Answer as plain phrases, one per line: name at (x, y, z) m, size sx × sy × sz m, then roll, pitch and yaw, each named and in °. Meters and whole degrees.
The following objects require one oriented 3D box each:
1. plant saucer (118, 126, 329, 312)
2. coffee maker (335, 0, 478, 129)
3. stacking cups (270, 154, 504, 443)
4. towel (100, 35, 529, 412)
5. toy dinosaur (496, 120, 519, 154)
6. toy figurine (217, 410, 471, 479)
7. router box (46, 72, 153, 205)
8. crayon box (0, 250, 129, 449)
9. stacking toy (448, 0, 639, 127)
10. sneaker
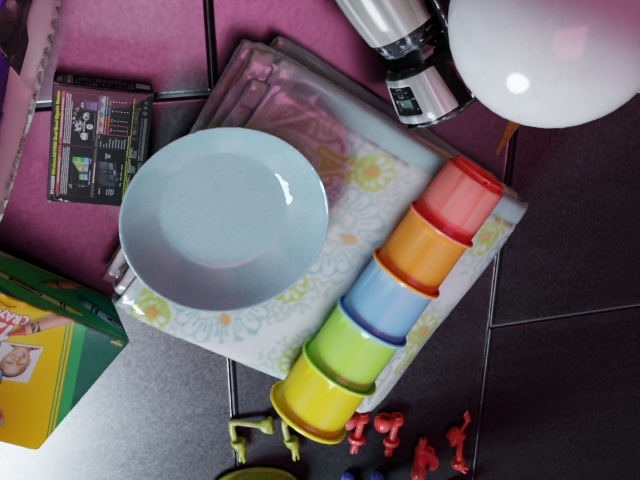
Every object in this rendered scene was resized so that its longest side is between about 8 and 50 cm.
plant saucer at (-0.090, -0.021, 0.762) m, size 0.194 × 0.037 × 0.195 m, roll -6°, pitch 120°, yaw -11°
coffee maker at (0.108, -0.219, 0.751) m, size 0.171 × 0.120 × 0.178 m, roll -33°, pitch 114°, yaw 6°
stacking cups at (0.064, 0.057, 0.817) m, size 0.096 × 0.096 × 0.316 m, roll 23°, pitch 110°, yaw -25°
towel at (0.000, 0.000, 0.872) m, size 0.374 × 0.090 × 0.321 m, roll 27°, pitch 110°, yaw -26°
toy dinosaur at (0.212, -0.185, 0.833) m, size 0.112 × 0.064 × 0.212 m, roll 1°, pitch 87°, yaw -22°
toy figurine at (0.057, 0.348, 0.995) m, size 0.362 × 0.217 × 0.191 m, roll 5°, pitch 116°, yaw -18°
router box at (-0.215, -0.095, 0.786) m, size 0.092 × 0.038 × 0.123 m, roll 4°, pitch 116°, yaw -18°
crayon box at (-0.350, 0.090, 0.785) m, size 0.165 × 0.081 × 0.278 m, roll -49°, pitch 133°, yaw 11°
stacking toy at (0.219, -0.220, 0.540) m, size 0.480 × 0.350 × 0.351 m, roll -44°, pitch 133°, yaw -43°
sneaker at (-0.322, -0.092, 0.672) m, size 0.146 × 0.102 × 0.294 m, roll 17°, pitch 74°, yaw -21°
